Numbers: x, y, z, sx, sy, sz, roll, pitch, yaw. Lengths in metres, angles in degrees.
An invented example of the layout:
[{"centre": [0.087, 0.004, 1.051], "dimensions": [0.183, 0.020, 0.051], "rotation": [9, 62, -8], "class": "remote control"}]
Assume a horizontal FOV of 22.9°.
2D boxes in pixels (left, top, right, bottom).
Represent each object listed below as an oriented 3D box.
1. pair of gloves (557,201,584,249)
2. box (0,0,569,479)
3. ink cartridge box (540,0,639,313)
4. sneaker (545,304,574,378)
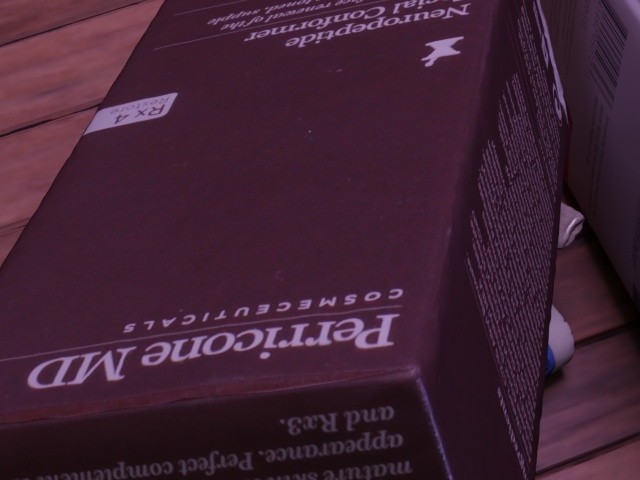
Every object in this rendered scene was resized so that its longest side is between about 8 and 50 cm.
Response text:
[{"centre": [0.000, 0.000, 0.877], "dimensions": [0.240, 0.042, 0.204], "rotation": [-38, 52, -6], "class": "pair of gloves"}, {"centre": [-0.007, 0.003, 0.678], "dimensions": [0.191, 0.143, 0.381], "rotation": [-9, 32, 17], "class": "box"}, {"centre": [0.219, -0.042, 0.824], "dimensions": [0.117, 0.207, 0.283], "rotation": [-18, 57, -9], "class": "ink cartridge box"}, {"centre": [0.065, 0.029, 0.891], "dimensions": [0.085, 0.058, 0.152], "rotation": [-32, 76, -25], "class": "sneaker"}]
